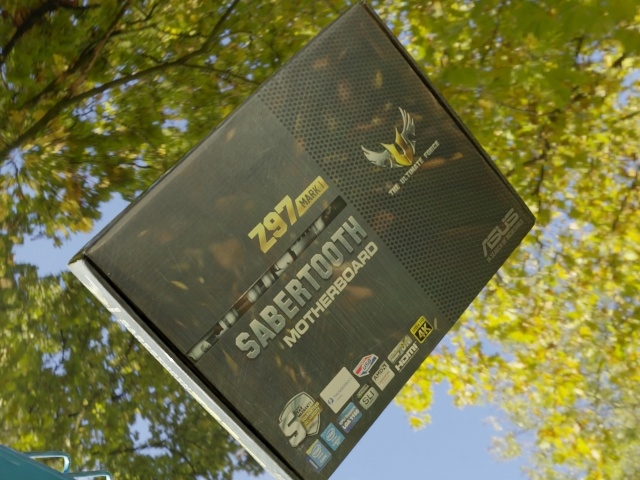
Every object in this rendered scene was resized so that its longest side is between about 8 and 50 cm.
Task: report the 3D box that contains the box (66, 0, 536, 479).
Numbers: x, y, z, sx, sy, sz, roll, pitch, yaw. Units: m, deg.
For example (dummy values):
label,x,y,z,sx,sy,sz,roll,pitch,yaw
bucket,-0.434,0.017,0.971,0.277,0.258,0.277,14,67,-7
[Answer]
label,x,y,z,sx,sy,sz,roll,pitch,yaw
box,0.000,0.000,0.483,0.233,0.059,0.183,-46,-77,-22

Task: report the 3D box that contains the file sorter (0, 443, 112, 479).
label,x,y,z,sx,sy,sz,roll,pitch,yaw
file sorter,-0.154,0.228,0.563,0.170,0.104,0.118,18,-97,18
